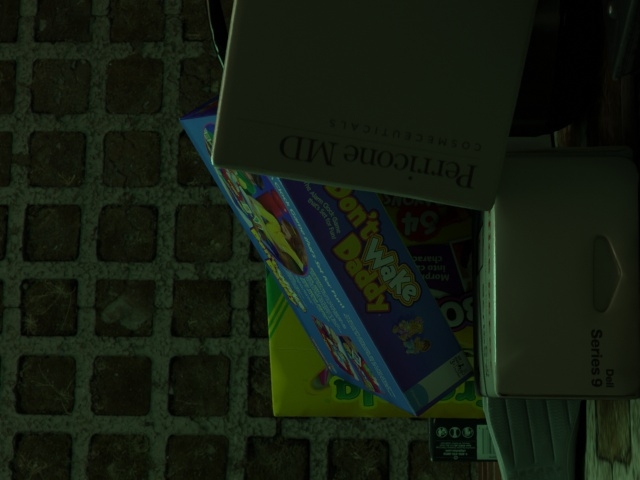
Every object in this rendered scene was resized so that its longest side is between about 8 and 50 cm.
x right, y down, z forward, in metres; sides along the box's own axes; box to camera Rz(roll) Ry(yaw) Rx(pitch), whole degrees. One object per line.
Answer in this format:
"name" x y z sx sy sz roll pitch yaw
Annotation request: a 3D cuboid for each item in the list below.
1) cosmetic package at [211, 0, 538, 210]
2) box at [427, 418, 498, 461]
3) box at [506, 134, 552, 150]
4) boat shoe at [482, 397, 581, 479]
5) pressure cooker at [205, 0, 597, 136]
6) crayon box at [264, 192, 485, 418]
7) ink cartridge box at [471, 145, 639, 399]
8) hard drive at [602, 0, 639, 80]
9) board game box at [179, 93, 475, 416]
"cosmetic package" 0.061 -0.271 0.846 0.161 0.230 0.453 -93 12 -76
"box" 0.261 0.257 1.821 0.270 0.165 0.143 -64 -27 -77
"box" 0.213 -0.023 1.566 0.345 0.215 0.168 83 -172 -49
"boat shoe" 0.237 0.215 1.210 0.094 0.109 0.302 -48 -45 -79
"pressure cooker" 0.078 -0.288 1.208 0.375 0.421 0.369 80 -168 -64
"crayon box" 0.118 0.062 1.336 0.106 0.363 0.313 -78 -13 -67
"ink cartridge box" 0.208 0.042 1.007 0.289 0.122 0.211 61 -151 -80
"hard drive" 0.215 -0.253 0.711 0.172 0.054 0.254 80 -168 -61
"board game box" 0.000 0.000 1.124 0.347 0.078 0.233 60 164 -15
